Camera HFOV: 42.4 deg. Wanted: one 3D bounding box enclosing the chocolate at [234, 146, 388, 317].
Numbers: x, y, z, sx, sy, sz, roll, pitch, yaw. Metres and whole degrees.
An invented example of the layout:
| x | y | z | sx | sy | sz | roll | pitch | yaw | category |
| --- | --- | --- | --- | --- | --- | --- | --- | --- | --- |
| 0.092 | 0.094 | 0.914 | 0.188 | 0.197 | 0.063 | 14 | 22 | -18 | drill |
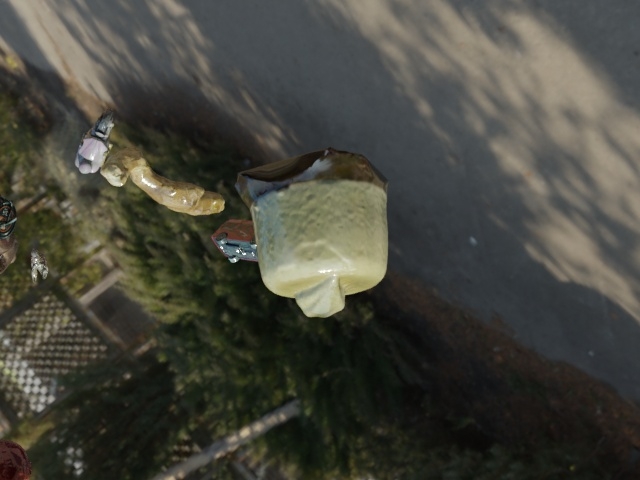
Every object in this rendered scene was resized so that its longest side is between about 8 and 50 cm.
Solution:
| x | y | z | sx | sy | sz | roll | pitch | yaw | category |
| --- | --- | --- | --- | --- | --- | --- | --- | --- | --- |
| 0.000 | 0.000 | 1.801 | 0.326 | 0.314 | 0.297 | 43 | -141 | -54 | chocolate |

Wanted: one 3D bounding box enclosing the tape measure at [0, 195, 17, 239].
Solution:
| x | y | z | sx | sy | sz | roll | pitch | yaw | category |
| --- | --- | --- | --- | --- | --- | --- | --- | --- | --- |
| -0.619 | -0.043 | 1.563 | 0.054 | 0.091 | 0.094 | 11 | 169 | 15 | tape measure |

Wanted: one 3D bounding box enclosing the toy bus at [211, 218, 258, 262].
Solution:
| x | y | z | sx | sy | sz | roll | pitch | yaw | category |
| --- | --- | --- | --- | --- | --- | --- | --- | --- | --- |
| -0.174 | 0.002 | 2.048 | 0.195 | 0.089 | 0.081 | 6 | 140 | 41 | toy bus |

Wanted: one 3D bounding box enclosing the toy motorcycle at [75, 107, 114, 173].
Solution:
| x | y | z | sx | sy | sz | roll | pitch | yaw | category |
| --- | --- | --- | --- | --- | --- | --- | --- | --- | --- |
| -0.543 | -0.220 | 1.975 | 0.073 | 0.152 | 0.225 | 24 | 158 | -16 | toy motorcycle |

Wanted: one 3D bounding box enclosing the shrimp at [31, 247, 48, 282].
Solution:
| x | y | z | sx | sy | sz | roll | pitch | yaw | category |
| --- | --- | --- | --- | --- | --- | --- | --- | --- | --- |
| -0.670 | 0.059 | 1.966 | 0.029 | 0.038 | 0.092 | -117 | 31 | -51 | shrimp |

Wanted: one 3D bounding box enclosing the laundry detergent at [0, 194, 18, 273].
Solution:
| x | y | z | sx | sy | sz | roll | pitch | yaw | category |
| --- | --- | --- | --- | --- | --- | --- | --- | --- | --- |
| -0.735 | 0.006 | 1.855 | 0.237 | 0.076 | 0.171 | 97 | 166 | -54 | laundry detergent |

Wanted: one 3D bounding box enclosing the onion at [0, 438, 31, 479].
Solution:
| x | y | z | sx | sy | sz | roll | pitch | yaw | category |
| --- | --- | --- | --- | --- | --- | --- | --- | --- | --- |
| -0.471 | 0.338 | 1.183 | 0.107 | 0.107 | 0.097 | 47 | 168 | 11 | onion |

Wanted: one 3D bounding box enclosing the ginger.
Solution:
| x | y | z | sx | sy | sz | roll | pitch | yaw | category |
| --- | --- | --- | --- | --- | --- | --- | --- | --- | --- |
| -0.256 | -0.090 | 1.383 | 0.089 | 0.075 | 0.288 | 3 | 167 | 28 | ginger |
